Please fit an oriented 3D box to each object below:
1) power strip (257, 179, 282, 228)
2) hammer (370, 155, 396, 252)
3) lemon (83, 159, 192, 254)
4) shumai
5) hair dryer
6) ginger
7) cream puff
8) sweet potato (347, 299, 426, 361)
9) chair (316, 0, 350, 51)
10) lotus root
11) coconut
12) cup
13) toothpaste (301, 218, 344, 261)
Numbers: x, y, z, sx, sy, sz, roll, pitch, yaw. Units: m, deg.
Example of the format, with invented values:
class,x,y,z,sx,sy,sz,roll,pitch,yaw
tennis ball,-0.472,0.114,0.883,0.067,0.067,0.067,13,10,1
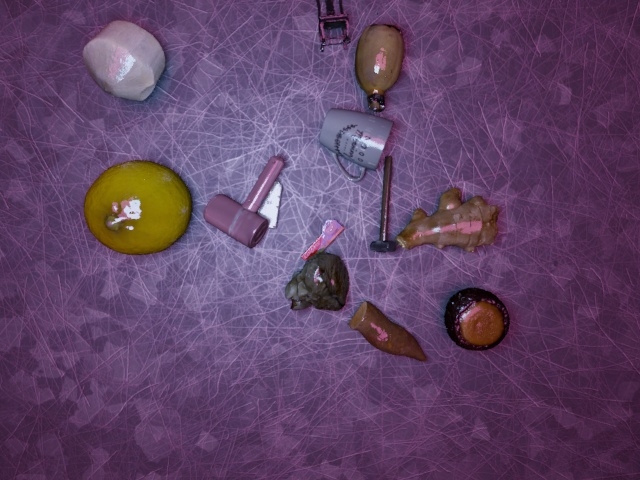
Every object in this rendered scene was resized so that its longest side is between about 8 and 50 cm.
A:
class,x,y,z,sx,sy,sz,roll,pitch,yaw
power strip,-0.195,-0.135,1.689,0.082,0.035,0.191,9,94,-1
hammer,0.245,-0.136,1.679,0.044,0.111,0.364,5,88,-29
lemon,-0.627,-0.104,1.528,0.365,0.364,0.363,0,95,-2
shumai,-0.021,0.160,1.659,0.218,0.189,0.255,-16,135,21
hair dryer,-0.250,-0.171,1.629,0.211,0.125,0.352,31,90,10
ginger,0.468,-0.075,1.652,0.376,0.166,0.236,0,102,-11
cream puff,0.581,0.293,1.682,0.239,0.165,0.238,0,95,-2
sweet potato,0.267,0.374,1.703,0.337,0.131,0.131,38,93,-3
chair,0.040,-0.810,1.607,0.106,0.113,0.229,-7,98,-3
lotus root,0.205,-0.612,1.589,0.183,0.183,0.309,5,95,-2
coconut,-0.668,-0.596,1.516,0.238,0.237,0.265,15,50,-3
cup,0.115,-0.345,1.628,0.234,0.186,0.257,19,121,5
toothpaste,0.000,0.000,1.701,0.070,0.044,0.193,43,92,-3
